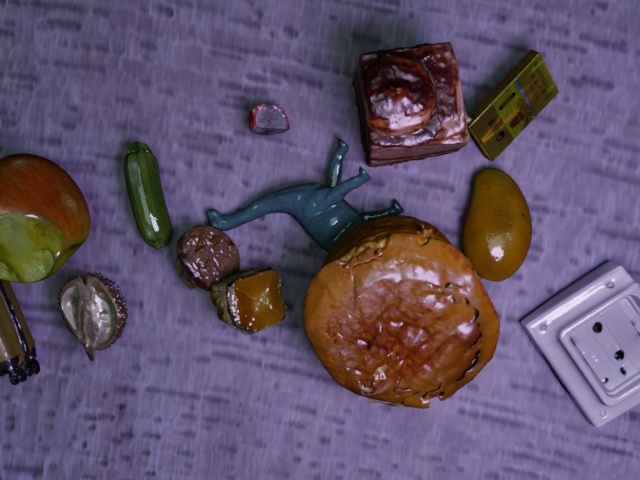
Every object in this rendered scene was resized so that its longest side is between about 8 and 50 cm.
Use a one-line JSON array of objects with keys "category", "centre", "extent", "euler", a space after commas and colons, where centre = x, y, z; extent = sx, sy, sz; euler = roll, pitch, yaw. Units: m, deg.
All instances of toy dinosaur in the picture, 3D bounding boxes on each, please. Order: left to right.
[{"category": "toy dinosaur", "centre": [0.000, 0.000, 1.387], "extent": [0.330, 0.129, 0.383], "euler": [-39, 93, 13]}]

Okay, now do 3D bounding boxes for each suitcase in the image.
[{"category": "suitcase", "centre": [-0.689, 0.189, 1.374], "extent": [0.193, 0.143, 0.235], "euler": [-20, 93, 3]}]

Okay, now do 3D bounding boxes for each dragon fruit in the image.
[{"category": "dragon fruit", "centre": [-0.109, -0.242, 1.386], "extent": [0.083, 0.060, 0.056], "euler": [-5, 86, -25]}]

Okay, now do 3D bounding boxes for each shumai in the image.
[{"category": "shumai", "centre": [-0.239, 0.034, 1.389], "extent": [0.105, 0.139, 0.123], "euler": [9, 61, 30]}]

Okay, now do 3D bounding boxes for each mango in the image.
[{"category": "mango", "centre": [0.349, -0.032, 1.370], "extent": [0.136, 0.099, 0.228], "euler": [0, 84, 8]}]

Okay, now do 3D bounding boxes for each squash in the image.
[{"category": "squash", "centre": [-0.349, -0.091, 1.389], "extent": [0.068, 0.077, 0.219], "euler": [-10, 91, 42]}]

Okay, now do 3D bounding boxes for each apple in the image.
[{"category": "apple", "centre": [-0.567, -0.036, 1.312], "extent": [0.246, 0.246, 0.226], "euler": [-38, 100, 3]}]

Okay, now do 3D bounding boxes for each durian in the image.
[{"category": "durian", "centre": [-0.448, 0.151, 1.396], "extent": [0.148, 0.091, 0.189], "euler": [9, 96, 13]}]

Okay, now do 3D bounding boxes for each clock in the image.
[{"category": "clock", "centre": [0.567, 0.208, 1.365], "extent": [0.231, 0.116, 0.262], "euler": [-35, 91, 3]}]

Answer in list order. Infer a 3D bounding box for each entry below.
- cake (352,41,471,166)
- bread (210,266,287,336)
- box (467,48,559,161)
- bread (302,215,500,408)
[{"category": "cake", "centre": [0.166, -0.253, 1.261], "extent": [0.198, 0.293, 0.196], "euler": [-6, 88, 2]}, {"category": "bread", "centre": [-0.139, 0.123, 1.371], "extent": [0.140, 0.069, 0.128], "euler": [-20, 99, -35]}, {"category": "box", "centre": [0.372, -0.261, 1.352], "extent": [0.193, 0.030, 0.121], "euler": [-47, 133, 2]}, {"category": "bread", "centre": [0.150, 0.131, 1.288], "extent": [0.336, 0.204, 0.358], "euler": [-19, 116, 16]}]
